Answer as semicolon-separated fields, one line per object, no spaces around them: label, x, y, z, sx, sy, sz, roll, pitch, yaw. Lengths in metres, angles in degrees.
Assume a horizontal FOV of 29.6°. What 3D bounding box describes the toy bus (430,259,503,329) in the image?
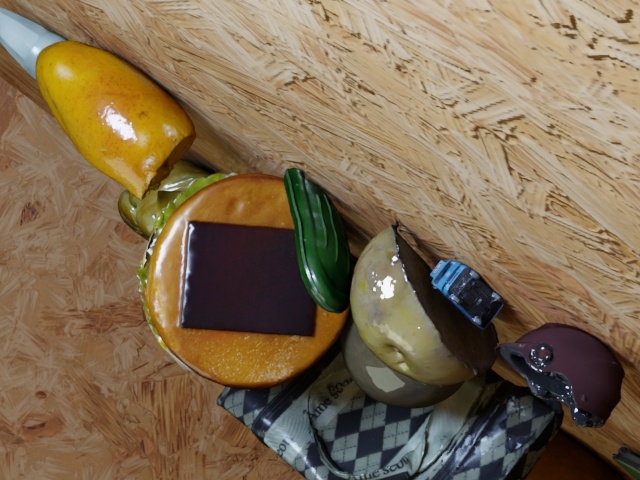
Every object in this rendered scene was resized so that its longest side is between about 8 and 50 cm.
toy bus;0.152;0.054;1.264;0.083;0.038;0.046;42;174;-40

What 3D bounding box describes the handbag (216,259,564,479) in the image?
handbag;0.107;0.243;1.716;0.416;0.317;0.180;38;176;25

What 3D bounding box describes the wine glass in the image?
wine glass;-0.421;-0.289;1.673;0.155;0.073;0.073;39;174;2

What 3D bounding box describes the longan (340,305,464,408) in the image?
longan;0.107;0.128;1.532;0.167;0.167;0.187;40;-167;-34

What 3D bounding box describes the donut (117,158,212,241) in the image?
donut;-0.171;-0.001;1.993;0.360;0.170;0.360;35;176;3

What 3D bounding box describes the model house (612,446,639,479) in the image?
model house;0.440;0.465;1.650;0.205;0.279;0.218;28;171;42

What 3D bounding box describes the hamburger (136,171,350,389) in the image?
hamburger;-0.101;0.053;1.539;0.291;0.291;0.225;37;174;-11

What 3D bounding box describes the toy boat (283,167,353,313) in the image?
toy boat;0.000;0.000;1.332;0.104;0.052;0.210;51;-164;-35

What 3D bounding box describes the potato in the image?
potato;0.109;0.101;1.307;0.243;0.098;0.138;42;-153;-41

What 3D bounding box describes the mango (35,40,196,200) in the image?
mango;-0.261;-0.163;1.498;0.252;0.126;0.154;42;-176;23

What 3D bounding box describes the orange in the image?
orange;0.399;0.432;2.032;0.249;0.183;0.249;35;175;3

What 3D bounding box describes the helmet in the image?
helmet;0.233;0.117;1.144;0.123;0.070;0.098;41;170;24
